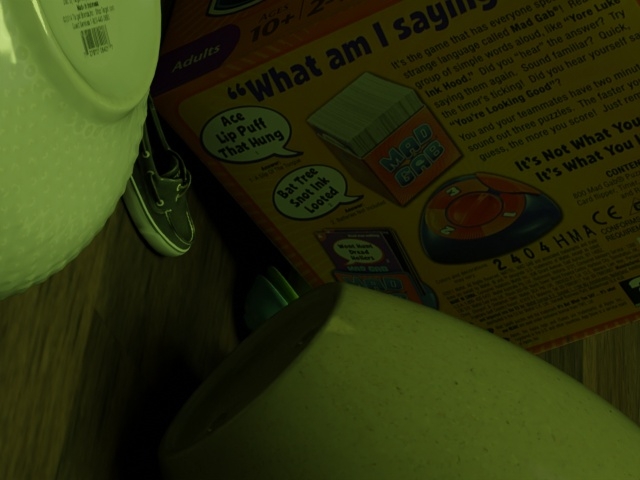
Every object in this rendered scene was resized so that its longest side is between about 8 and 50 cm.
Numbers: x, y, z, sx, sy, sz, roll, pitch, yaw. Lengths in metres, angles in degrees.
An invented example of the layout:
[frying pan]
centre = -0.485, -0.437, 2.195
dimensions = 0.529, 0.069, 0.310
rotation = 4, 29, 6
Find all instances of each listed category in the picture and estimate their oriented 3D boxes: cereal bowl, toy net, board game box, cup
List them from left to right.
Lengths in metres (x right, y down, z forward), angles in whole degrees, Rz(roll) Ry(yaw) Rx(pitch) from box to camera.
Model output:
[cereal bowl]
centre = -0.178, -0.133, 0.925
dimensions = 0.339, 0.141, 0.339
rotation = -10, 90, -72
[toy net]
centre = 0.012, 0.127, 1.400
dimensions = 0.122, 0.045, 0.232
rotation = 41, -15, 54
[cup]
centre = 0.030, 0.168, 1.194
dimensions = 0.237, 0.331, 0.331
rotation = 46, 28, -10
[board game box]
centre = 0.140, -0.163, 1.400
dimensions = 0.356, 0.356, 0.356
rotation = 50, 33, -32

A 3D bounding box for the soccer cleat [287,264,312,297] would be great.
[soccer cleat]
centre = 0.000, 0.000, 1.500
dimensions = 0.076, 0.068, 0.196
rotation = 46, 36, -10

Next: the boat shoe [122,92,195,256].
[boat shoe]
centre = -0.112, -0.045, 1.219
dimensions = 0.049, 0.040, 0.142
rotation = -78, 152, -46
